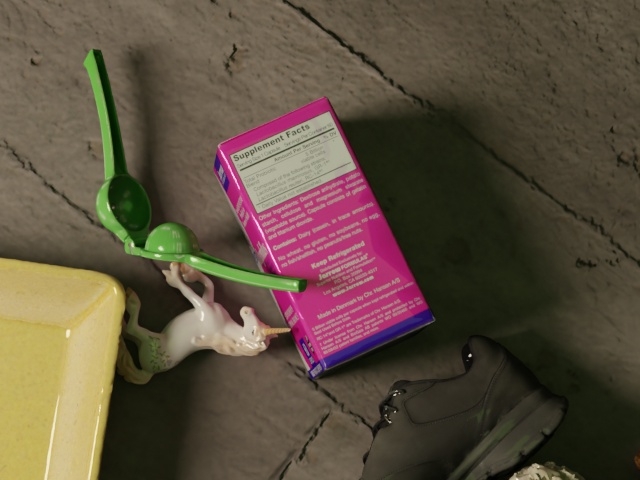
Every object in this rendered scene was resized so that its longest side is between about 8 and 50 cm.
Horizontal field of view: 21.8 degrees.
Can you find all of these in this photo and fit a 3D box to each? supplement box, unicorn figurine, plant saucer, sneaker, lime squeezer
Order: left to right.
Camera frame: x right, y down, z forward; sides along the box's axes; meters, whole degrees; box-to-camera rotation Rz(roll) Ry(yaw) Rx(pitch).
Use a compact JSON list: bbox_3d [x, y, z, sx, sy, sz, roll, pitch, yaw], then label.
[{"bbox_3d":[-0.353,0.174,1.424,0.332,0.081,0.333,9,79,-6],"label":"plant saucer"},{"bbox_3d":[-0.133,-0.027,1.470,0.110,0.059,0.310,-47,65,10],"label":"lime squeezer"},{"bbox_3d":[-0.116,0.074,1.483,0.162,0.060,0.111,-32,83,8],"label":"unicorn figurine"},{"bbox_3d":[0.000,0.000,1.477,0.114,0.111,0.220,-23,83,-9],"label":"supplement box"},{"bbox_3d":[0.081,0.197,1.467,0.286,0.109,0.130,-38,80,-20],"label":"sneaker"}]

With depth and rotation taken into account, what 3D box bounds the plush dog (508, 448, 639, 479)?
[{"bbox_3d":[0.308,0.291,1.433,0.225,0.210,0.262,-13,82,-41],"label":"plush dog"}]
